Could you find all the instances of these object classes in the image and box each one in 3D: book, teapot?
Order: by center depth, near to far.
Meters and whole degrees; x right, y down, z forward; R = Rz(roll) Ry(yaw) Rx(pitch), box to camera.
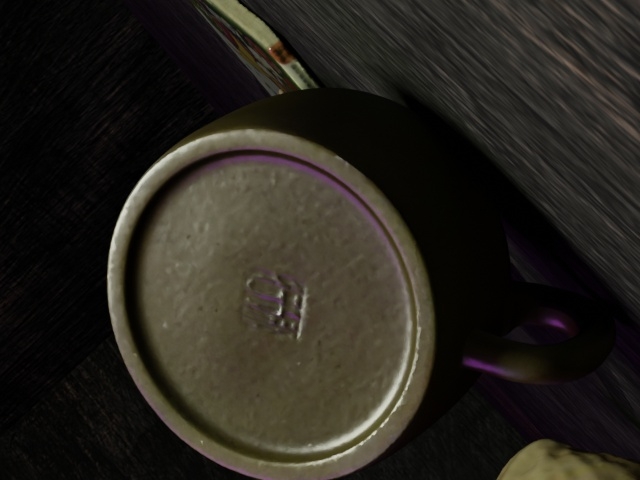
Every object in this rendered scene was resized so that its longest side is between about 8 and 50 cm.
[{"bbox_3d":[0.022,0.015,0.950,0.268,0.185,0.175,18,-156,21],"label":"teapot"},{"bbox_3d":[0.010,-0.078,1.415,0.322,0.018,0.228,48,178,-35],"label":"book"}]

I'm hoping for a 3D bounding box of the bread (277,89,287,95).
[{"bbox_3d":[0.000,0.000,1.239,0.178,0.135,0.240,45,173,-5],"label":"bread"}]

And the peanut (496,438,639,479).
[{"bbox_3d":[0.237,0.251,1.231,0.313,0.149,0.149,47,178,18],"label":"peanut"}]
